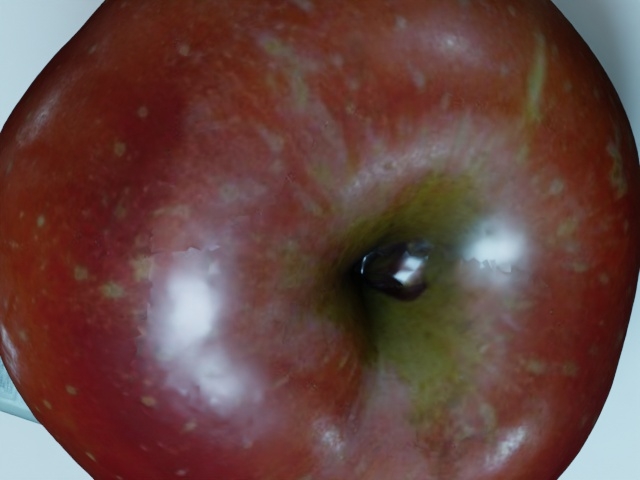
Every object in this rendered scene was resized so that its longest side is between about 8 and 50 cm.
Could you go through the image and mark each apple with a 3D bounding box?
[{"bbox_3d":[0.000,0.000,0.753,0.260,0.216,0.260,-4,102,-18],"label":"apple"}]

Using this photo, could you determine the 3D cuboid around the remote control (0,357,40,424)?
[{"bbox_3d":[-0.154,0.065,0.968,0.124,0.018,0.053,14,104,24],"label":"remote control"}]
